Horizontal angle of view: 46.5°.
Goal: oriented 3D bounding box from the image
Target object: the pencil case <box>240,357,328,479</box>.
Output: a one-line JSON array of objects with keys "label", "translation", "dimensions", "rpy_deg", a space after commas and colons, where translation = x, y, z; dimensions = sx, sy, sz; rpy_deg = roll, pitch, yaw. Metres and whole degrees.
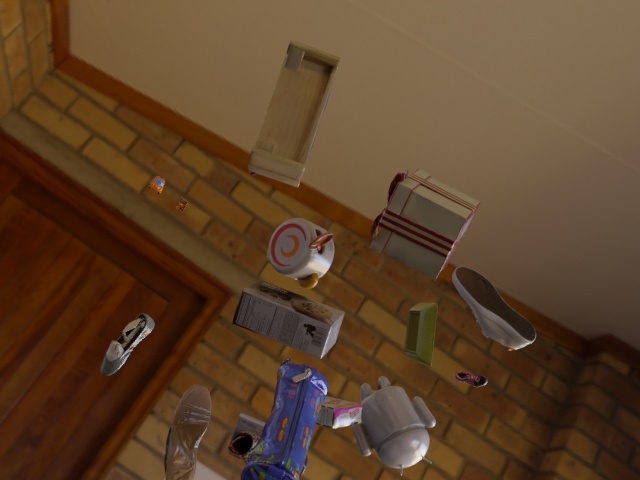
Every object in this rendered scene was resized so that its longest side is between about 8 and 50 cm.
[{"label": "pencil case", "translation": [-0.067, 0.388, 1.549], "dimensions": [0.119, 0.306, 0.133], "rpy_deg": [19, -50, 1]}]

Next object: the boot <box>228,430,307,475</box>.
[{"label": "boot", "translation": [-0.166, 0.535, 1.894], "dimensions": [0.178, 0.085, 0.236], "rpy_deg": [32, -26, -32]}]

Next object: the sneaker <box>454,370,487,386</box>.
[{"label": "sneaker", "translation": [0.535, 0.491, 2.657], "dimensions": [0.119, 0.047, 0.057], "rpy_deg": [8, -22, 17]}]

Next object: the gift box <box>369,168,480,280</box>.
[{"label": "gift box", "translation": [0.297, -0.063, 2.209], "dimensions": [0.258, 0.255, 0.276], "rpy_deg": [29, 19, 14]}]

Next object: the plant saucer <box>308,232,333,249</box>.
[{"label": "plant saucer", "translation": [0.000, 0.000, 2.273], "dimensions": [0.013, 0.083, 0.083], "rpy_deg": [59, -19, 17]}]

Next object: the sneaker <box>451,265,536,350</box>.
[{"label": "sneaker", "translation": [0.459, 0.203, 2.092], "dimensions": [0.290, 0.106, 0.123], "rpy_deg": [46, -41, 3]}]

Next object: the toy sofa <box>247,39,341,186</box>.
[{"label": "toy sofa", "translation": [-0.073, -0.333, 2.004], "dimensions": [0.150, 0.363, 0.177], "rpy_deg": [18, -18, -5]}]

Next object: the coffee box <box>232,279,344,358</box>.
[{"label": "coffee box", "translation": [-0.097, 0.237, 2.283], "dimensions": [0.297, 0.119, 0.168], "rpy_deg": [20, 13, 12]}]

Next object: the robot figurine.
[{"label": "robot figurine", "translation": [0.263, 0.673, 2.701], "dimensions": [0.200, 0.300, 0.353], "rpy_deg": [82, -18, -54]}]

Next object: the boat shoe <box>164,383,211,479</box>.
[{"label": "boat shoe", "translation": [-0.370, 0.532, 2.014], "dimensions": [0.103, 0.285, 0.092], "rpy_deg": [15, -17, -26]}]

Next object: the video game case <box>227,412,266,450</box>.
[{"label": "video game case", "translation": [-0.179, 0.583, 2.149], "dimensions": [0.157, 0.019, 0.143], "rpy_deg": [22, -63, 4]}]

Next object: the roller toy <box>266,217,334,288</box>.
[{"label": "roller toy", "translation": [-0.057, 0.035, 2.419], "dimensions": [0.209, 0.191, 0.146], "rpy_deg": [38, 8, 39]}]

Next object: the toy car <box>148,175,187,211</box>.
[{"label": "toy car", "translation": [-0.386, -0.125, 1.913], "dimensions": [0.122, 0.040, 0.060], "rpy_deg": [35, 7, -1]}]

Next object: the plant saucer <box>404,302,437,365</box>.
[{"label": "plant saucer", "translation": [0.303, 0.283, 2.295], "dimensions": [0.045, 0.188, 0.188], "rpy_deg": [8, -6, -8]}]

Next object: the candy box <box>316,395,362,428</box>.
[{"label": "candy box", "translation": [0.006, 0.584, 2.573], "dimensions": [0.233, 0.071, 0.159], "rpy_deg": [4, -1, 40]}]

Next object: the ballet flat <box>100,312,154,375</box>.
[{"label": "ballet flat", "translation": [-0.579, 0.299, 2.189], "dimensions": [0.072, 0.213, 0.068], "rpy_deg": [27, -25, 33]}]
